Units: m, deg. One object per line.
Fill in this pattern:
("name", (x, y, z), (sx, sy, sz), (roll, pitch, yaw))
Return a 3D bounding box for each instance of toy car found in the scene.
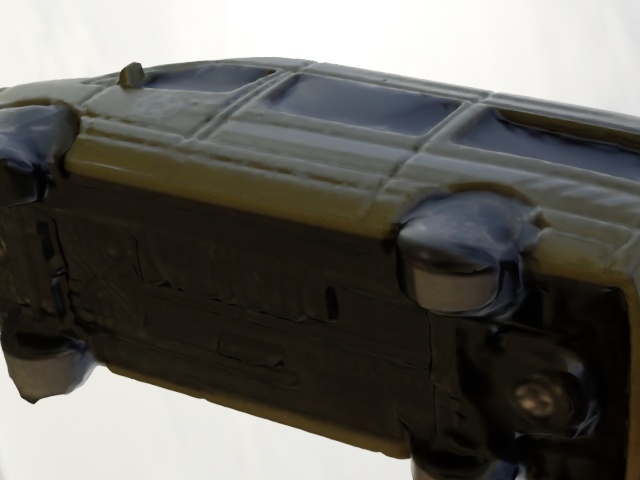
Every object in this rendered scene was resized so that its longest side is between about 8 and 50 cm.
("toy car", (0.000, 0.000, 0.517), (0.256, 0.124, 0.101), (13, -53, 27))
